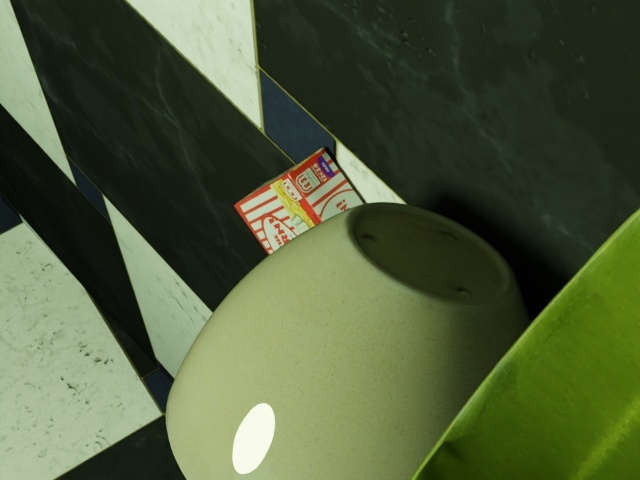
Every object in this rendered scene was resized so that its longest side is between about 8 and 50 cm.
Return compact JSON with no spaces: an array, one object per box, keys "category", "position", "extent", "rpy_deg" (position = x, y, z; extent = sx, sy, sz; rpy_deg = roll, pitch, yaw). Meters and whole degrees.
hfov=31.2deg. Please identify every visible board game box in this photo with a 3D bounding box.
[{"category":"board game box","position":[0.000,0.000,1.077],"extent":[0.147,0.045,0.193],"rpy_deg":[54,161,-5]}]

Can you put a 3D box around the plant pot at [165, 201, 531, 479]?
[{"category":"plant pot","position":[0.049,0.085,0.847],"extent":[0.284,0.284,0.191],"rpy_deg":[40,123,31]}]

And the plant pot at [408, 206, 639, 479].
[{"category":"plant pot","position":[0.233,0.172,0.445],"extent":[0.353,0.366,0.366],"rpy_deg":[40,161,2]}]
